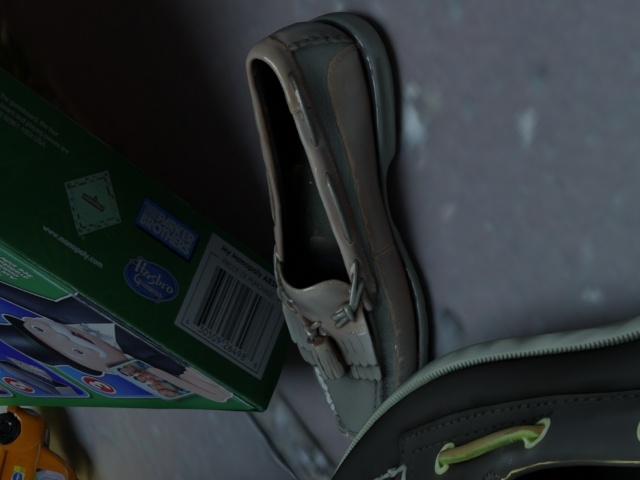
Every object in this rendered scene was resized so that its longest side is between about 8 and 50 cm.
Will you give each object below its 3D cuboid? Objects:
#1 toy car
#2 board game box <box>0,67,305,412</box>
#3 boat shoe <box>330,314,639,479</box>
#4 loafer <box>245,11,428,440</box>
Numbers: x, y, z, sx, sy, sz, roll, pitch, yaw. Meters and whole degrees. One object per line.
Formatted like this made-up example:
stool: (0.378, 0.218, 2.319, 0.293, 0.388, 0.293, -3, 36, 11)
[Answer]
toy car: (-0.115, 0.115, 0.621, 0.040, 0.060, 0.122, 12, 142, -3)
board game box: (-0.185, -0.038, 0.461, 0.213, 0.317, 0.046, -4, 57, 48)
boat shoe: (0.060, 0.066, 0.368, 0.081, 0.069, 0.227, 50, 139, -7)
loafer: (0.000, 0.000, 0.441, 0.045, 0.039, 0.125, 6, 108, 45)
